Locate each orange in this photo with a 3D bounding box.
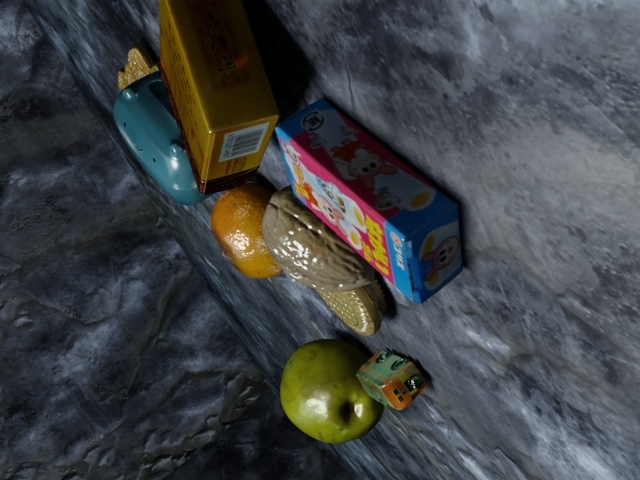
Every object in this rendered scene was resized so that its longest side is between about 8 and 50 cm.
[{"bbox_3d":[-0.151,-0.018,1.805,0.224,0.170,0.224,49,162,21],"label":"orange"}]

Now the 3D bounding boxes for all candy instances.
[{"bbox_3d":[0.068,-0.062,1.169,0.306,0.100,0.157,44,161,36],"label":"candy"}]

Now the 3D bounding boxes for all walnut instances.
[{"bbox_3d":[0.001,-0.002,1.396,0.230,0.178,0.178,39,162,11],"label":"walnut"}]

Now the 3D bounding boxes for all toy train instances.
[{"bbox_3d":[0.150,0.289,1.696,0.072,0.099,0.188,58,166,-12],"label":"toy train"}]

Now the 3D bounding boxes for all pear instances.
[{"bbox_3d":[0.026,0.363,1.983,0.252,0.253,0.307,59,176,-17],"label":"pear"}]

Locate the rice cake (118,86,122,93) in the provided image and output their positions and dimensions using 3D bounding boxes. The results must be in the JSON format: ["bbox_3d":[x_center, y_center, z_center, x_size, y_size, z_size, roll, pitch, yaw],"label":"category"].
[{"bbox_3d":[-0.485,-0.395,2.205,0.399,0.064,0.070,-153,53,-62],"label":"rice cake"}]

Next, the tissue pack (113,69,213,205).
[{"bbox_3d":[-0.317,-0.238,1.776,0.287,0.198,0.206,51,161,18],"label":"tissue pack"}]

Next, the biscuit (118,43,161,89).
[{"bbox_3d":[-0.400,-0.356,1.970,0.239,0.041,0.212,29,129,20],"label":"biscuit"}]

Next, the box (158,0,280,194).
[{"bbox_3d":[-0.182,-0.250,1.351,0.415,0.116,0.264,134,117,-76],"label":"box"}]

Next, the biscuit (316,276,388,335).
[{"bbox_3d":[0.039,0.070,1.591,0.259,0.079,0.259,49,166,17],"label":"biscuit"}]
